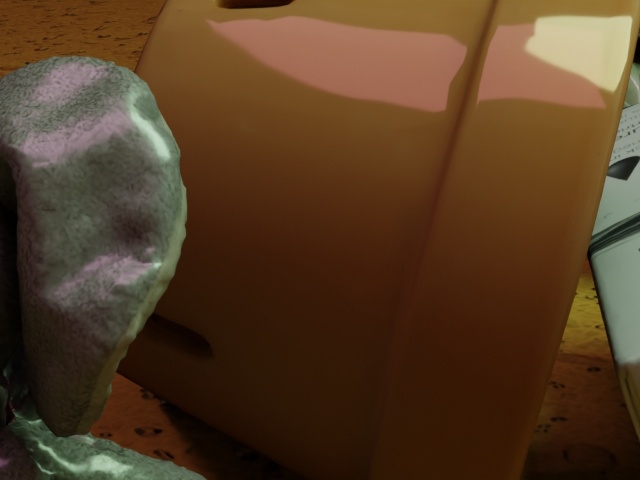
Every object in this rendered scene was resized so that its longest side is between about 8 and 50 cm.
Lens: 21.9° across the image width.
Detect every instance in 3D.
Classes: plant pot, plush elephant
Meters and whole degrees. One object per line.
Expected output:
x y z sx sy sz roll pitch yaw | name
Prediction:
0.018 -0.013 0.779 0.203 0.291 0.291 16 20 7 | plant pot
-0.154 0.069 0.612 0.271 0.255 0.330 -5 2 -3 | plush elephant

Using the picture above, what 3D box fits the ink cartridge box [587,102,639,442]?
0.291 0.012 0.843 0.285 0.166 0.395 -21 15 11 | ink cartridge box

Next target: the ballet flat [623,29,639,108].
0.255 -0.142 1.406 0.342 0.116 0.124 10 41 -33 | ballet flat

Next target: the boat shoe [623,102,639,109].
0.410 -0.107 1.288 0.500 0.156 0.187 -8 -9 -25 | boat shoe

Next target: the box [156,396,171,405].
0.000 0.000 0.988 0.203 0.167 0.168 -7 -7 -14 | box
